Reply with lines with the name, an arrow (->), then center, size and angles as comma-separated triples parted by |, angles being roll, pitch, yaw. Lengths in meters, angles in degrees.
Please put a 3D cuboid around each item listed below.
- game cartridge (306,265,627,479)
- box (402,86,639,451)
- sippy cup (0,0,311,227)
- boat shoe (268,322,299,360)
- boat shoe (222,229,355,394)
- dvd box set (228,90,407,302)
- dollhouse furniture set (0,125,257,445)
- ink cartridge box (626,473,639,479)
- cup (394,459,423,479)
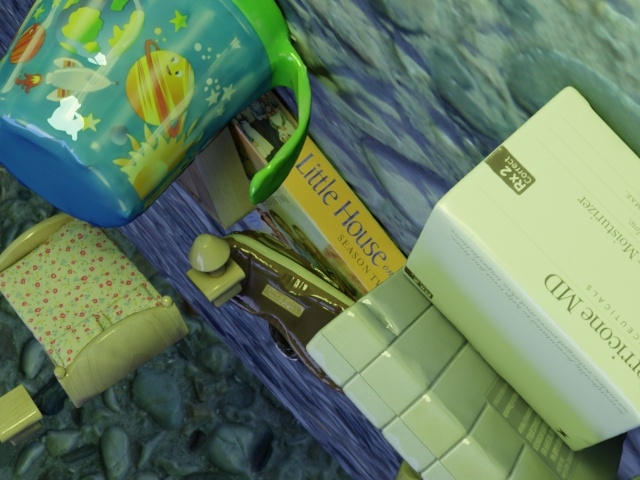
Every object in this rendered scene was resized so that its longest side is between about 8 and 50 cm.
game cartridge -> 0.128, 0.112, 0.969 | 0.230, 0.068, 0.355 | 52, -160, 4
box -> 0.163, 0.027, 0.835 | 0.181, 0.119, 0.182 | 47, 168, 8
sippy cup -> -0.178, -0.141, 1.144 | 0.305, 0.224, 0.240 | 12, 151, 41
boat shoe -> -0.066, 0.116, 1.997 | 0.112, 0.095, 0.335 | 38, 164, 41
boat shoe -> -0.004, 0.073, 1.422 | 0.257, 0.095, 0.095 | 41, -157, -1
dvd box set -> 0.000, 0.000, 1.477 | 0.420, 0.062, 0.307 | 51, 167, -11
dollhouse furniture set -> -0.262, -0.025, 1.324 | 0.303, 0.355, 0.174 | 45, 163, 36
ink cartridge box -> 0.283, 0.330, 0.942 | 0.307, 0.223, 0.129 | 52, 156, 42
cup -> 0.188, 0.336, 1.367 | 0.331, 0.331, 0.237 | -161, 58, -67
